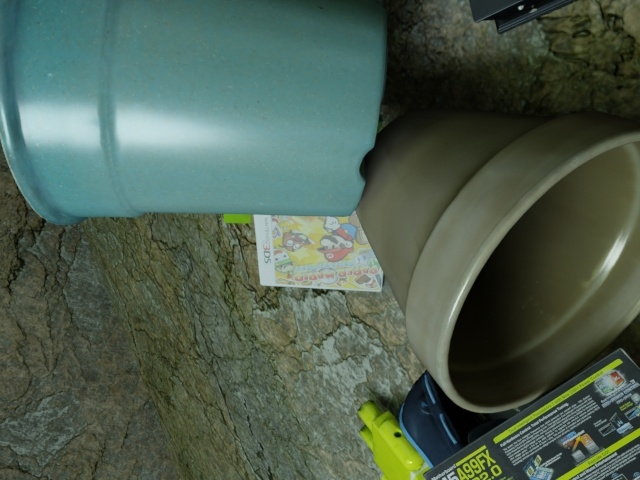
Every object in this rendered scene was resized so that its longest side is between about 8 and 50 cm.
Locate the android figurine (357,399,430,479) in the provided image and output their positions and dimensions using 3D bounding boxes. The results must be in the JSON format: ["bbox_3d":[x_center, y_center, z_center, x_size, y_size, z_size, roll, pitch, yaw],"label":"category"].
[{"bbox_3d":[0.162,0.440,0.954,0.273,0.056,0.248,48,154,41],"label":"android figurine"}]

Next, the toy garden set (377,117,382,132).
[{"bbox_3d":[0.022,-0.152,0.887,0.244,0.049,0.204,46,138,25],"label":"toy garden set"}]

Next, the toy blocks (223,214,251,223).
[{"bbox_3d":[-0.116,-0.259,0.879,0.261,0.191,0.381,-107,22,-53],"label":"toy blocks"}]

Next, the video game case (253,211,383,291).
[{"bbox_3d":[0.000,0.000,0.876,0.227,0.026,0.206,3,125,4],"label":"video game case"}]

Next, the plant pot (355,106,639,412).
[{"bbox_3d":[0.187,-0.019,0.586,0.280,0.323,0.323,49,142,49],"label":"plant pot"}]

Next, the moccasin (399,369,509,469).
[{"bbox_3d":[0.221,0.290,0.681,0.342,0.138,0.117,32,110,53],"label":"moccasin"}]

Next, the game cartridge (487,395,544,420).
[{"bbox_3d":[0.290,0.350,0.812,0.196,0.060,0.294,31,129,33],"label":"game cartridge"}]

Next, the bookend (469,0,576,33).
[{"bbox_3d":[0.207,-0.274,0.517,0.156,0.157,0.072,-7,102,51],"label":"bookend"}]

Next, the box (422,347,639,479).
[{"bbox_3d":[0.280,0.279,0.532,0.216,0.270,0.060,58,-172,35],"label":"box"}]

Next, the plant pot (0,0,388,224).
[{"bbox_3d":[-0.111,-0.171,0.581,0.341,0.334,0.341,-174,90,-86],"label":"plant pot"}]
